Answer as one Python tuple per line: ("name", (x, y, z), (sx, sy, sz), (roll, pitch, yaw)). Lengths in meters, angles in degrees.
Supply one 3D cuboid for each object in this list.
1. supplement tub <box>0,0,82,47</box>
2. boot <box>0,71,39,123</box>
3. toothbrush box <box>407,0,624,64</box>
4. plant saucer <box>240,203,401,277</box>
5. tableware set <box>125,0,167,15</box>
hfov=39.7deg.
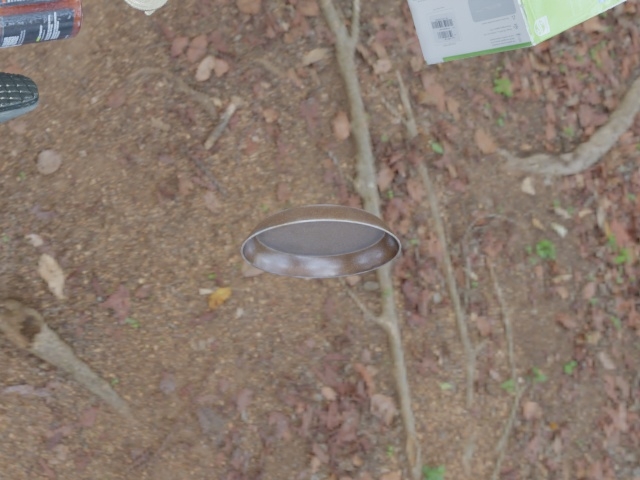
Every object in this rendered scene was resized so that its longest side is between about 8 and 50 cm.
("supplement tub", (-0.454, -0.333, 1.281), (0.198, 0.106, 0.106), (-19, 96, -37))
("boot", (-0.523, -0.150, 1.328), (0.246, 0.083, 0.161), (-18, 140, -6))
("toothbrush box", (0.289, -0.350, 1.205), (0.283, 0.206, 0.122), (-31, 109, -30))
("plant saucer", (0.000, 0.000, 0.934), (0.168, 0.168, 0.029), (13, 64, -35))
("tableware set", (-0.258, -0.375, 1.186), (0.168, 0.020, 0.141), (25, 62, 0))
